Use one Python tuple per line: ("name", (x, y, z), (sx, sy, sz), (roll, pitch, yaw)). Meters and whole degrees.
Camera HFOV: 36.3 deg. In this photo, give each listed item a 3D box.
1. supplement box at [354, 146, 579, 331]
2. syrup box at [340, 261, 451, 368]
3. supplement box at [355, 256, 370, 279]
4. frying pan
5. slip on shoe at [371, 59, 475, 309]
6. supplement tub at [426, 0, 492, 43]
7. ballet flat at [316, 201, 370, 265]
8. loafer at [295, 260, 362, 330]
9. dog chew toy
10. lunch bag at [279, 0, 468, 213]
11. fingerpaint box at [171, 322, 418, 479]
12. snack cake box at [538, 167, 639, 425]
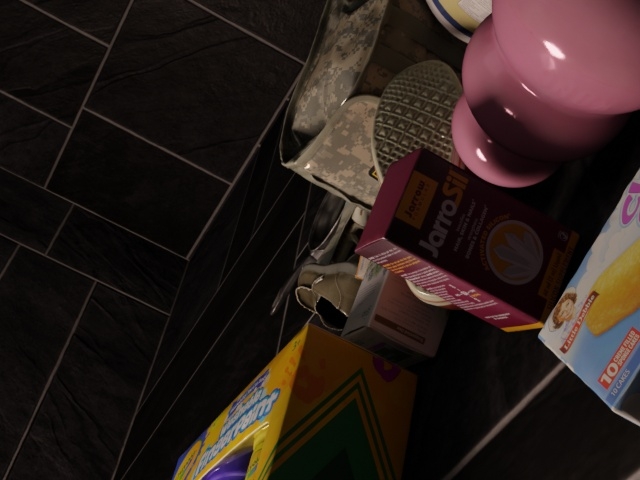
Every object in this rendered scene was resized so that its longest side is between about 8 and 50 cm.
("supplement box", (0.143, 0.003, 0.958), (0.104, 0.188, 0.081), (-66, 13, -16))
("syrup box", (0.119, 0.031, 1.211), (0.237, 0.096, 0.093), (-68, 12, -22))
("supplement box", (0.099, 0.035, 1.334), (0.098, 0.062, 0.036), (-24, 48, 61))
("frying pan", (0.010, -0.006, 1.839), (0.326, 0.053, 0.197), (-68, 13, -15))
("slip on shoe", (0.134, -0.067, 1.147), (0.123, 0.101, 0.331), (-16, 61, 18))
("supplement tub", (0.267, -0.368, 1.142), (0.228, 0.228, 0.316), (-65, 13, -11))
("ballet flat", (0.062, -0.013, 1.646), (0.068, 0.072, 0.213), (34, 98, 50))
("loafer", (0.013, 0.089, 1.524), (0.087, 0.094, 0.251), (-62, 12, -16))
("dog chew toy", (0.235, -0.173, 0.963), (0.332, 0.206, 0.206), (121, 170, -52))
("lunch bag", (0.093, -0.176, 1.324), (0.169, 0.235, 0.287), (6, 74, 54))
("fingerpaint box", (-0.086, 0.370, 1.174), (0.445, 0.163, 0.371), (-49, 19, 47))
("snack cake box", (0.274, -0.003, 0.674), (0.264, 0.089, 0.152), (-61, 13, 8))
